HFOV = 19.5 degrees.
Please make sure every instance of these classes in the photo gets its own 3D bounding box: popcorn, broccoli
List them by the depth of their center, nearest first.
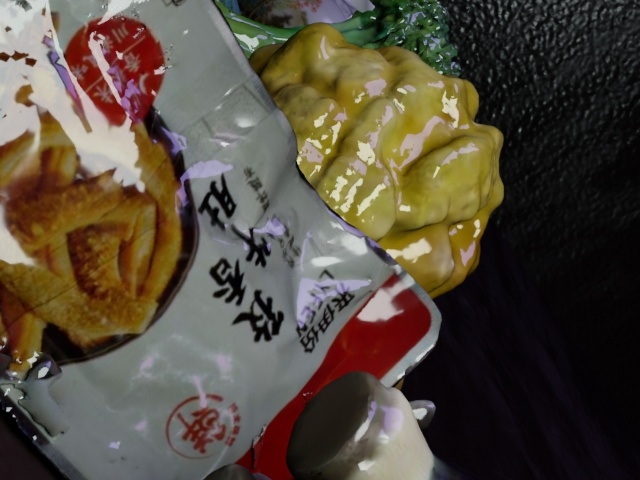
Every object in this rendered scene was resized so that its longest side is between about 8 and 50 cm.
[{"bbox_3d":[-0.016,0.001,0.826,0.163,0.194,0.140,-4,44,-31],"label":"popcorn"},{"bbox_3d":[-0.023,-0.089,1.130,0.194,0.194,0.219,55,-30,-8],"label":"broccoli"}]

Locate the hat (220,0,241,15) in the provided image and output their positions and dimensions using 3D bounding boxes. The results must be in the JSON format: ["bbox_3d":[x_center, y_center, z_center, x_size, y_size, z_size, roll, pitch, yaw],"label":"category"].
[{"bbox_3d":[-0.111,-0.196,1.320,0.138,0.077,0.191,-57,132,-72],"label":"hat"}]

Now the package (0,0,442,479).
[{"bbox_3d":[-0.063,0.001,0.656,0.239,0.154,0.030,54,-17,-29],"label":"package"}]

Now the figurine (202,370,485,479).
[{"bbox_3d":[0.108,0.212,0.638,0.411,0.241,0.306,29,18,-49],"label":"figurine"}]

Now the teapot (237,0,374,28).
[{"bbox_3d":[0.012,-0.143,1.564,0.204,0.139,0.298,52,9,-42],"label":"teapot"}]
